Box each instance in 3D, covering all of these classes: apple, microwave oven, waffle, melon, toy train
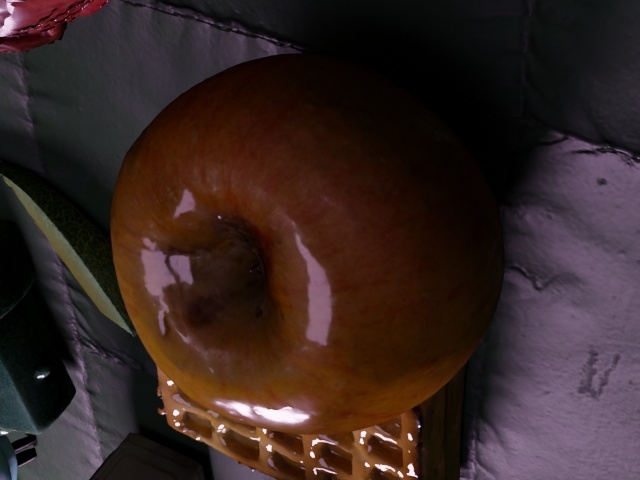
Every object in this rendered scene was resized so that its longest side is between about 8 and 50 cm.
[{"bbox_3d":[0.000,0.000,0.936,0.299,0.275,0.299,17,120,31],"label":"apple"},{"bbox_3d":[-0.221,0.365,1.487,0.129,0.163,0.205,20,138,26],"label":"microwave oven"},{"bbox_3d":[-0.019,0.151,1.200,0.328,0.098,0.224,19,133,26],"label":"waffle"},{"bbox_3d":[-0.279,-0.002,1.318,0.262,0.053,0.114,48,157,-1],"label":"melon"},{"bbox_3d":[-0.413,0.110,1.438,0.178,0.138,0.330,3,127,31],"label":"toy train"}]

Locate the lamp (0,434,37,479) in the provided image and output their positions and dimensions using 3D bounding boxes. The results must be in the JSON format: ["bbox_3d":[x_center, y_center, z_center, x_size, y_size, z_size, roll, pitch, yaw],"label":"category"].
[{"bbox_3d":[-0.523,0.266,1.641,0.284,0.147,0.209,27,134,15],"label":"lamp"}]

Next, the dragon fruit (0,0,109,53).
[{"bbox_3d":[-0.222,-0.288,0.851,0.296,0.301,0.295,10,144,7],"label":"dragon fruit"}]
